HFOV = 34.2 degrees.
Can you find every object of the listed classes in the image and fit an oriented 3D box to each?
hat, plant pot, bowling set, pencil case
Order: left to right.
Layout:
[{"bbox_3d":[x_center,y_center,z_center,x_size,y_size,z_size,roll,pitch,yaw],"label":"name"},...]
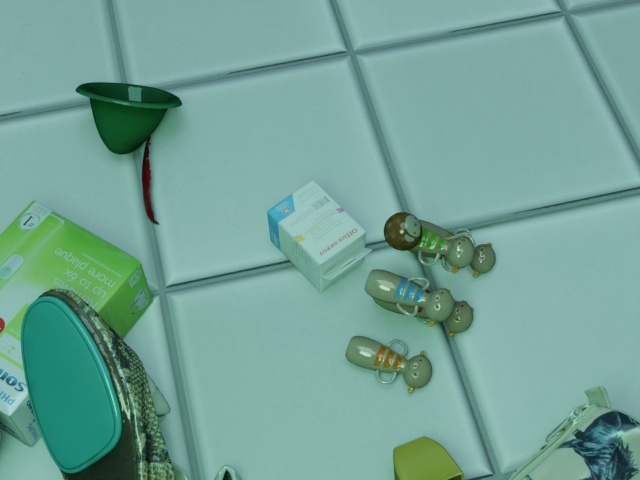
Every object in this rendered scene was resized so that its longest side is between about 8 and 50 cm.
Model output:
[{"bbox_3d":[-0.324,-0.153,1.712,0.173,0.183,0.208,9,16,-2],"label":"hat"},{"bbox_3d":[0.135,0.311,1.379,0.082,0.081,0.083,-20,47,-12],"label":"plant pot"},{"bbox_3d":[0.152,0.058,1.475,0.154,0.200,0.287,19,64,11],"label":"bowling set"},{"bbox_3d":[0.253,0.368,1.288,0.410,0.160,0.183,-34,80,-19],"label":"pencil case"}]

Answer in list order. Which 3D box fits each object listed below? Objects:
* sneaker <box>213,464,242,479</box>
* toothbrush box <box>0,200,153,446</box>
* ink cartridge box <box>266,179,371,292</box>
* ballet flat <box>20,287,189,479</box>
[{"bbox_3d":[-0.128,0.366,1.355,0.054,0.061,0.152,-1,59,-2],"label":"sneaker"},{"bbox_3d":[-0.411,0.114,1.485,0.206,0.122,0.283,29,63,18],"label":"toothbrush box"},{"bbox_3d":[0.000,0.000,1.570,0.092,0.090,0.143,-35,64,-19],"label":"ink cartridge box"},{"bbox_3d":[-0.243,0.290,1.323,0.164,0.182,0.482,-33,68,27],"label":"ballet flat"}]
